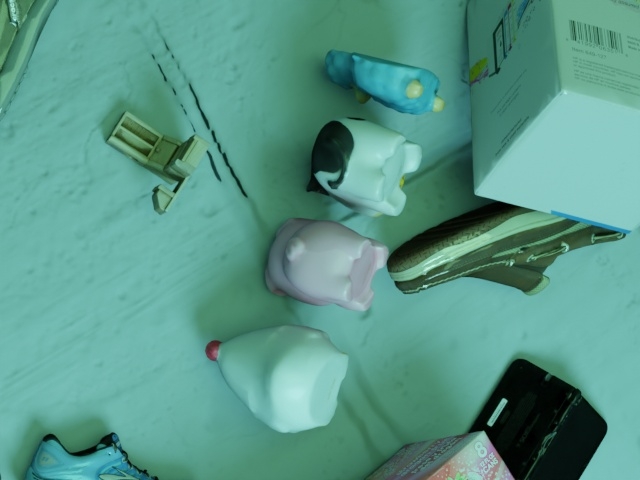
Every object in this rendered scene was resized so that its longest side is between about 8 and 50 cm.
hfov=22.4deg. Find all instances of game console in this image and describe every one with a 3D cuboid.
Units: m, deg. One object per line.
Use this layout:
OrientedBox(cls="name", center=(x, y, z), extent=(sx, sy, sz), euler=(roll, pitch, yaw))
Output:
OrientedBox(cls="game console", center=(0.206, 0.196, 1.564), extent=(0.107, 0.071, 0.122), euler=(29, 75, 17))

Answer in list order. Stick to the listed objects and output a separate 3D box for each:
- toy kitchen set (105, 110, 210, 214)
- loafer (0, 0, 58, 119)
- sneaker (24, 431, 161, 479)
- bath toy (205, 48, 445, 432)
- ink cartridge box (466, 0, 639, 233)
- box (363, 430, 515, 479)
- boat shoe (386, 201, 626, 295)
OrientedBox(cls="toy kitchen set", center=(-0.153, -0.071, 1.431), extent=(0.075, 0.083, 0.068), euler=(33, 76, -13))
OrientedBox(cls="loafer", center=(-0.273, -0.220, 1.399), extent=(0.087, 0.094, 0.251), euler=(25, 79, -19))
OrientedBox(cls="sneaker", center=(-0.176, 0.206, 1.413), extent=(0.162, 0.063, 0.073), euler=(13, 78, -17))
OrientedBox(cls="bath toy", center=(0.000, 0.000, 1.456), extent=(0.129, 0.151, 0.348), euler=(17, 81, 23))
OrientedBox(cls="ink cartridge box", center=(0.245, -0.160, 1.482), extent=(0.171, 0.168, 0.233), euler=(13, 55, -17))
OrientedBox(cls="box", center=(0.046, 0.313, 1.404), extent=(0.300, 0.142, 0.154), euler=(-36, 97, -30))
OrientedBox(cls="boat shoe", center=(0.188, 0.009, 1.532), extent=(0.257, 0.095, 0.095), euler=(-23, 99, -19))
